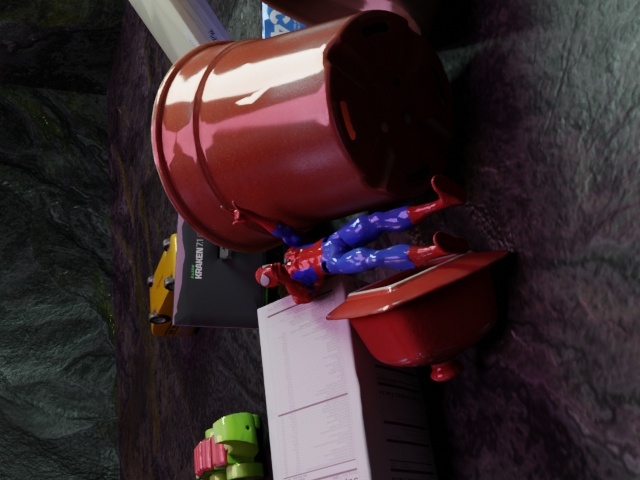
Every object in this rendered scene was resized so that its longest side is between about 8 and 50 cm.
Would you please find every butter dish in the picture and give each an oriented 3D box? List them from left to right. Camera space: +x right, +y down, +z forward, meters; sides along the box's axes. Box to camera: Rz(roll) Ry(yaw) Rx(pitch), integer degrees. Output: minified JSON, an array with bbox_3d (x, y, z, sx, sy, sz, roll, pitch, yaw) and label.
[{"bbox_3d":[0.111,0.087,0.851,0.118,0.160,0.160,68,157,0],"label":"butter dish"}]

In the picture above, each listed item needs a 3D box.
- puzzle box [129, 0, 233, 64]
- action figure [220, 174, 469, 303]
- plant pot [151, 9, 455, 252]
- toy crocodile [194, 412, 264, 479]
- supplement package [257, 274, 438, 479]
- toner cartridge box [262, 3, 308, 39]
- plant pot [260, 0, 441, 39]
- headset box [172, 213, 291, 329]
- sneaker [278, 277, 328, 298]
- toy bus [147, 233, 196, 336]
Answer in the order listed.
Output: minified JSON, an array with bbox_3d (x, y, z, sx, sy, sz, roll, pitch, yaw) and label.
[{"bbox_3d":[-0.190,-0.297,1.401,0.409,0.052,0.272,56,167,-21],"label":"puzzle box"},{"bbox_3d":[0.000,0.000,0.858,0.280,0.139,0.091,-23,56,46],"label":"action figure"},{"bbox_3d":[-0.007,-0.130,0.963,0.265,0.272,0.272,-7,80,46],"label":"plant pot"},{"bbox_3d":[-0.181,0.395,1.546,0.340,0.105,0.115,133,135,-59],"label":"toy crocodile"},{"bbox_3d":[0.029,0.184,0.961,0.139,0.134,0.244,-25,60,33],"label":"supplement package"},{"bbox_3d":[-0.042,-0.351,1.262,0.165,0.075,0.347,74,-166,-78],"label":"toner cartridge box"},{"bbox_3d":[0.044,-0.378,0.965,0.263,0.263,0.229,15,82,68],"label":"plant pot"},{"bbox_3d":[-0.115,0.005,1.231,0.283,0.131,0.246,28,-116,-79],"label":"headset box"},{"bbox_3d":[0.028,0.094,1.139,0.185,0.084,0.069,37,100,37],"label":"sneaker"},{"bbox_3d":[-0.310,0.107,1.867,0.332,0.130,0.108,126,142,-53],"label":"toy bus"}]
